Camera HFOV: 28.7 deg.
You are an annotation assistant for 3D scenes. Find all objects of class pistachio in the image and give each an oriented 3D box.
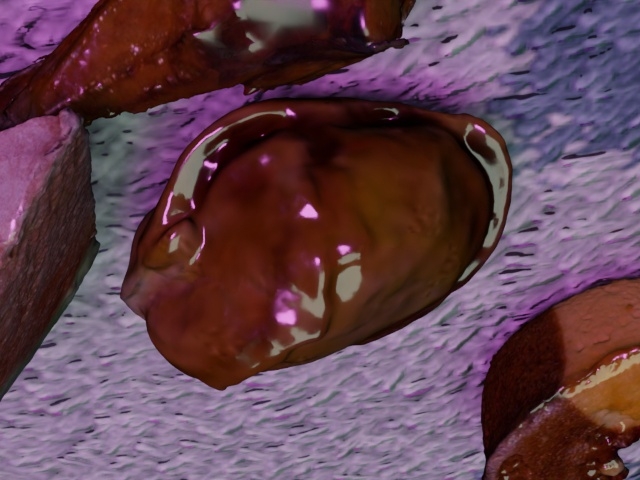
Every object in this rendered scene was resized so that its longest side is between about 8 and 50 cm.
[{"bbox_3d":[0.000,0.000,0.634,0.210,0.130,0.165,-24,133,0],"label":"pistachio"}]

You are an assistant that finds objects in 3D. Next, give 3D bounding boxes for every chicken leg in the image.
[{"bbox_3d":[-0.096,-0.077,0.552,0.304,0.113,0.093,-22,107,17],"label":"chicken leg"}]

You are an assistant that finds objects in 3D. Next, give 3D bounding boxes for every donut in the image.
[{"bbox_3d":[0.184,0.090,0.795,0.217,0.085,0.141,-30,133,17],"label":"donut"}]

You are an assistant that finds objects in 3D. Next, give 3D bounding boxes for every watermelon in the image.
[{"bbox_3d":[-0.146,0.031,0.543,0.202,0.136,0.207,-14,-174,40],"label":"watermelon"}]
